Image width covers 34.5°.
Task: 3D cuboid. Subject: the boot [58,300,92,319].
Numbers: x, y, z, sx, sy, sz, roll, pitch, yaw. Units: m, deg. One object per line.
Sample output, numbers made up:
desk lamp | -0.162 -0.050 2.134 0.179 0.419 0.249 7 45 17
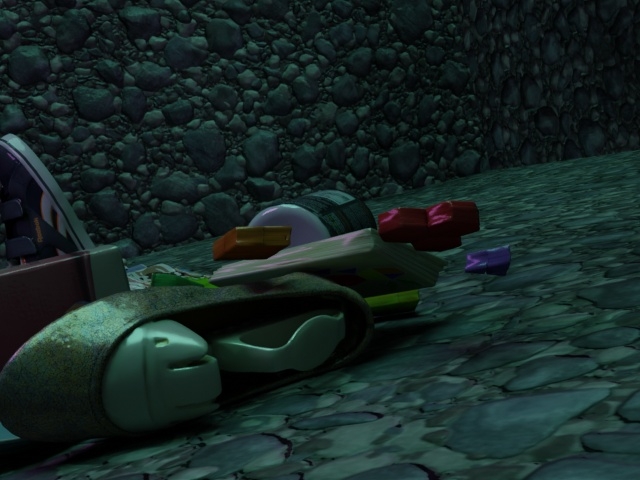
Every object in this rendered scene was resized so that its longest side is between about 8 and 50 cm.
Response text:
boot | -0.208 0.118 1.011 0.219 0.082 0.106 -3 32 43

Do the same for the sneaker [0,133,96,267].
sneaker | -0.457 -0.012 1.658 0.127 0.321 0.126 -34 6 -24

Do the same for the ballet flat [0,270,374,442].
ballet flat | -0.084 0.084 0.784 0.316 0.108 0.106 -17 19 -37

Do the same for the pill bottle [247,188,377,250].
pill bottle | 0.000 0.000 1.391 0.130 0.131 0.245 -11 4 22

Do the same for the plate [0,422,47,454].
plate | -0.272 0.144 0.824 0.188 0.024 0.188 1 7 0

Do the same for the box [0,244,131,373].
box | -0.346 0.091 1.223 0.232 0.127 0.148 -14 4 -19

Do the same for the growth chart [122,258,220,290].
growth chart | -0.242 0.062 1.613 0.237 0.021 0.172 8 12 12

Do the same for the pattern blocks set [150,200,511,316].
pattern blocks set | 0.010 0.028 0.937 0.324 0.026 0.285 -9 -19 19
